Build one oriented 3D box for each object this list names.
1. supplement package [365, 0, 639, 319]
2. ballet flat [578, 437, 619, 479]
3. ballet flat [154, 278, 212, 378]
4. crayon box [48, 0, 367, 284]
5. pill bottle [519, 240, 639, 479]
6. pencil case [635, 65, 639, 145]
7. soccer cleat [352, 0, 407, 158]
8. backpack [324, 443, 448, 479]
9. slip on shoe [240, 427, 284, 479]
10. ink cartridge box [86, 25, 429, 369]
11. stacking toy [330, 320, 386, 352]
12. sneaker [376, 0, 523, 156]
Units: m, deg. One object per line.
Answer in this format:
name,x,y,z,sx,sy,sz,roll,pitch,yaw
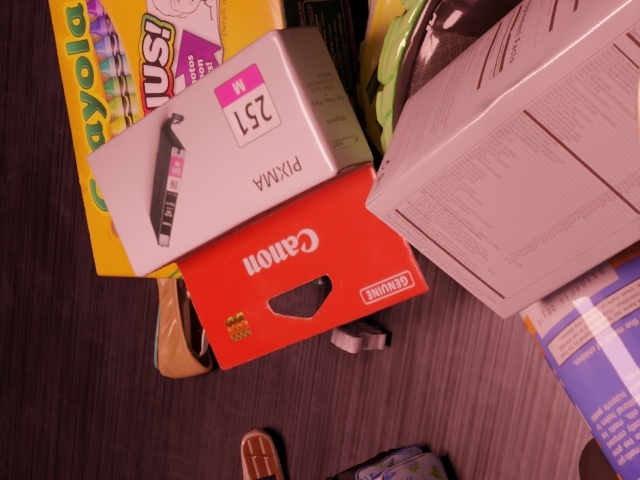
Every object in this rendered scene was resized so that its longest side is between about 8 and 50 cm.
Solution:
supplement package,0.168,-0.081,0.717,0.139,0.133,0.244,39,133,-15
ballet flat,0.281,0.259,0.831,0.280,0.096,0.095,47,128,33
ballet flat,-0.158,0.050,1.315,0.073,0.080,0.232,2,100,19
crayon box,-0.114,-0.145,1.074,0.313,0.106,0.362,0,102,39
pill bottle,0.270,0.121,0.783,0.152,0.152,0.272,-48,61,40
pencil case,0.355,-0.111,0.481,0.183,0.411,0.159,-134,25,-82
soccer cleat,0.095,-0.181,0.977,0.121,0.093,0.289,-4,91,50
backpack,0.076,0.261,1.049,0.084,0.105,0.114,-26,81,47
slip on shoe,-0.064,0.279,1.253,0.041,0.052,0.135,-125,22,-84
ink cartridge box,-0.066,-0.020,0.964,0.275,0.060,0.238,-25,86,41
stacking toy,0.000,0.000,1.142,0.221,0.052,0.166,26,112,45
sneaker,0.198,-0.176,0.805,0.202,0.185,0.482,50,132,28
